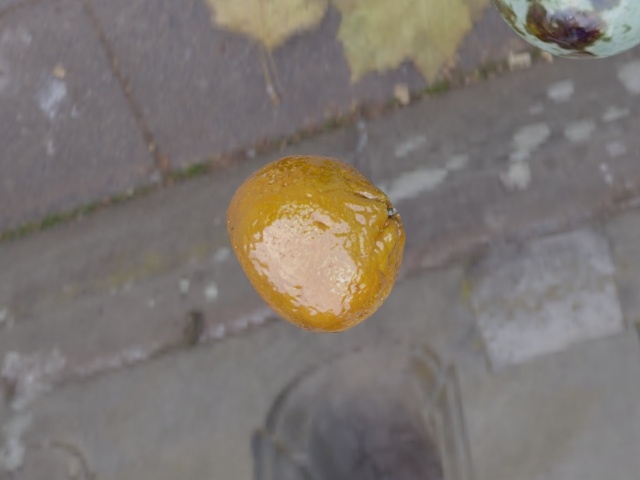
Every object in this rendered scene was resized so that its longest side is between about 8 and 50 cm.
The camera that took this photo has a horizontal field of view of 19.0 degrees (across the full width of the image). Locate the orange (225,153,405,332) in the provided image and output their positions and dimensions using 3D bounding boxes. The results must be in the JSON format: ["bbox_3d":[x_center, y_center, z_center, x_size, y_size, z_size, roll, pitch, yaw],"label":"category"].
[{"bbox_3d":[0.000,-0.001,1.381,0.117,0.135,0.136,-27,118,0],"label":"orange"}]

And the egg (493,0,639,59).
[{"bbox_3d":[0.217,-0.244,1.540,0.169,0.231,0.169,8,132,9],"label":"egg"}]
